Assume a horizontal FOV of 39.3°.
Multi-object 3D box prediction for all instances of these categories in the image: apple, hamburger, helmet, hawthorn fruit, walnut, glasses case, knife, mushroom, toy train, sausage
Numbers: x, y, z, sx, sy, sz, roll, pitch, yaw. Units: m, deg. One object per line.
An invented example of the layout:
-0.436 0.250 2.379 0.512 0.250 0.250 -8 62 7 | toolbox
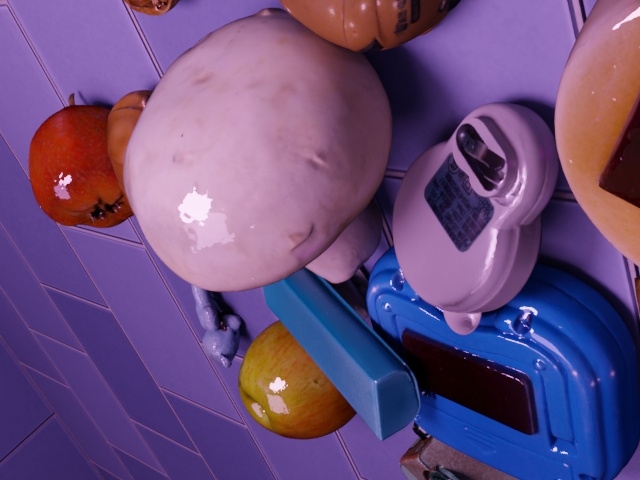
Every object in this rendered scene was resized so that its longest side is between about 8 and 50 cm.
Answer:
-0.031 0.211 1.370 0.196 0.196 0.196 31 147 24 | apple
0.304 -0.094 0.610 0.302 0.170 0.302 27 142 24 | hamburger
0.024 -0.256 0.803 0.198 0.130 0.224 37 150 21 | helmet
-0.369 -0.135 1.413 0.226 0.196 0.196 69 154 15 | hawthorn fruit
-0.204 -0.323 1.078 0.121 0.052 0.091 22 141 32 | walnut
0.017 0.115 1.169 0.301 0.070 0.117 47 155 43 | glasses case
-0.002 0.000 1.229 0.073 0.040 0.266 -13 116 51 | knife
-0.035 -0.067 0.983 0.314 0.315 0.336 15 163 42 | mushroom
0.250 0.364 1.267 0.326 0.129 0.159 43 156 3 | toy train
-0.231 -0.107 1.304 0.136 0.120 0.241 8 134 27 | sausage

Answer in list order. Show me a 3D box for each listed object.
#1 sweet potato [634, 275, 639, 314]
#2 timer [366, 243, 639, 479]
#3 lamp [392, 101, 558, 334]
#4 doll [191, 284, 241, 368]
0.389 0.132 0.873 0.286 0.085 0.112 52 -175 -31 | sweet potato
0.207 0.149 1.076 0.340 0.115 0.309 19 137 40 | timer
0.164 -0.031 0.907 0.180 0.107 0.246 60 142 31 | lamp
-0.182 0.135 1.597 0.120 0.075 0.180 -106 7 -73 | doll
